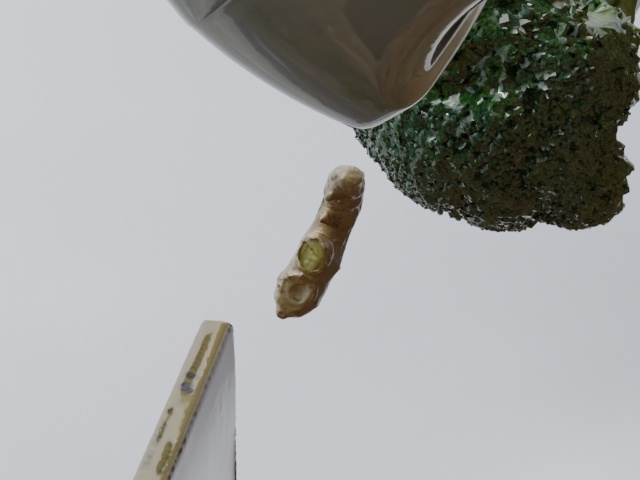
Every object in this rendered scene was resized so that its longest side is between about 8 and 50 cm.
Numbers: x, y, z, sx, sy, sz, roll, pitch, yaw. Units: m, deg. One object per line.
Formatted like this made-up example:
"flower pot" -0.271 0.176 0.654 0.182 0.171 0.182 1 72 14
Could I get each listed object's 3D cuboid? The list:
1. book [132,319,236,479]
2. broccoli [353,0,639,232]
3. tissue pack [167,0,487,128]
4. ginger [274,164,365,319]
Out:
"book" -0.089 0.216 0.771 0.021 0.310 0.217 9 -53 10
"broccoli" 0.139 -0.154 1.249 0.275 0.308 0.308 -42 -31 -18
"tissue pack" 0.045 -0.232 0.805 0.236 0.229 0.333 39 -41 -15
"ginger" 0.002 -0.002 1.484 0.069 0.051 0.173 -33 -34 -60
